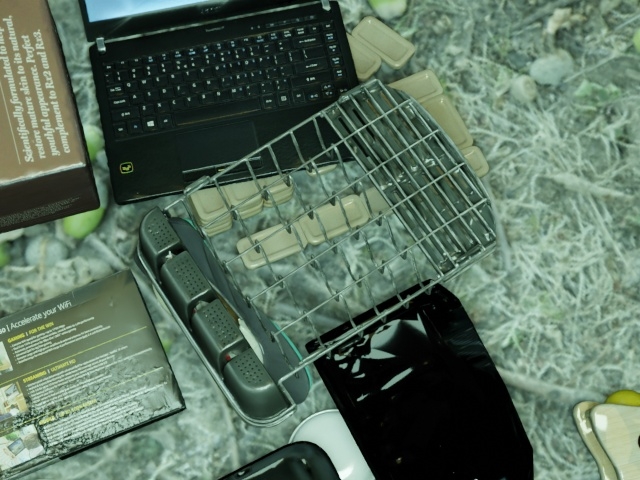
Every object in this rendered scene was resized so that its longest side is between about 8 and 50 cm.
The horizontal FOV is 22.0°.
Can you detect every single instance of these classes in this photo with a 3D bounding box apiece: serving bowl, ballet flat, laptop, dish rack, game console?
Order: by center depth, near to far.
[{"bbox_3d":[0.000,0.000,1.361,0.271,0.074,0.208,-32,71,-7],"label":"dish rack"},{"bbox_3d":[-0.005,0.201,1.399,0.361,0.044,0.213,-27,97,-2],"label":"game console"},{"bbox_3d":[-0.092,0.070,1.425,0.074,0.074,0.203,-37,82,-9],"label":"ballet flat"},{"bbox_3d":[-0.092,-0.193,1.428,0.234,0.136,0.264,-11,63,-3],"label":"laptop"},{"bbox_3d":[0.010,0.185,1.434,0.083,0.027,0.083,-1,96,-6],"label":"serving bowl"}]

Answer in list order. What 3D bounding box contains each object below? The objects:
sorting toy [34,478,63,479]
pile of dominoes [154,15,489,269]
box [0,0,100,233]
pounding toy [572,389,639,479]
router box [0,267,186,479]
[{"bbox_3d":[-0.255,0.243,1.406,0.075,0.045,0.083,6,81,4],"label":"sorting toy"},{"bbox_3d":[-0.003,-0.087,1.474,0.251,0.040,0.196,-22,66,-10],"label":"pile of dominoes"},{"bbox_3d":[-0.287,-0.100,1.374,0.167,0.203,0.168,-14,83,-6],"label":"box"},{"bbox_3d":[0.364,0.154,1.403,0.269,0.155,0.154,-3,86,-4],"label":"pounding toy"},{"bbox_3d":[-0.222,0.118,1.423,0.179,0.046,0.133,-21,83,-7],"label":"router box"}]
